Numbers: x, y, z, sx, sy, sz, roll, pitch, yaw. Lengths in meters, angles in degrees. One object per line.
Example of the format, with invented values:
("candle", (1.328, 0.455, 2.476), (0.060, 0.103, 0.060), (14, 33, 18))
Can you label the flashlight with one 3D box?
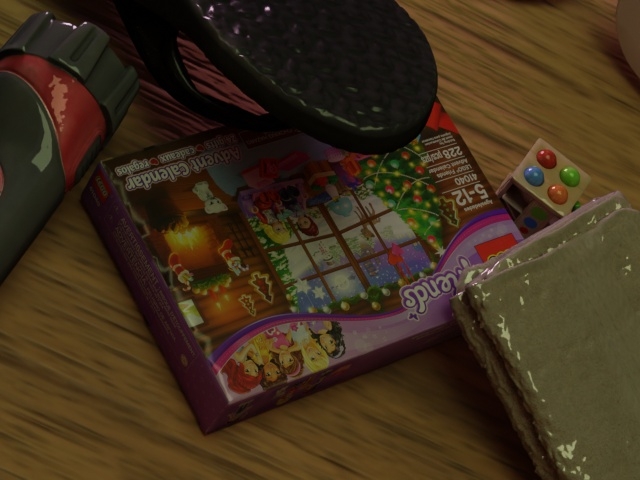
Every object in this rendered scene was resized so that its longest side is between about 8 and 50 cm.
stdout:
("flashlight", (-0.236, -0.022, 1.247), (0.103, 0.103, 0.304), (56, 50, -31))

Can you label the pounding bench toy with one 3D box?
("pounding bench toy", (0.182, -0.027, 1.454), (0.083, 0.065, 0.052), (38, 53, 1))

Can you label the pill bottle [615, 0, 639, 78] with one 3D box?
("pill bottle", (0.383, -0.225, 1.612), (0.265, 0.153, 0.153), (-32, 77, -34))

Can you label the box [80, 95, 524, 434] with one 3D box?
("box", (0.000, 0.000, 1.360), (0.293, 0.057, 0.201), (-19, 70, -32))

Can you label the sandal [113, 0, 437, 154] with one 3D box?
("sandal", (-0.083, -0.176, 1.371), (0.168, 0.107, 0.446), (-22, 48, -38))

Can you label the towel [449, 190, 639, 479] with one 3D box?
("towel", (0.220, 0.117, 1.364), (0.187, 0.049, 0.282), (-27, 89, -32))
